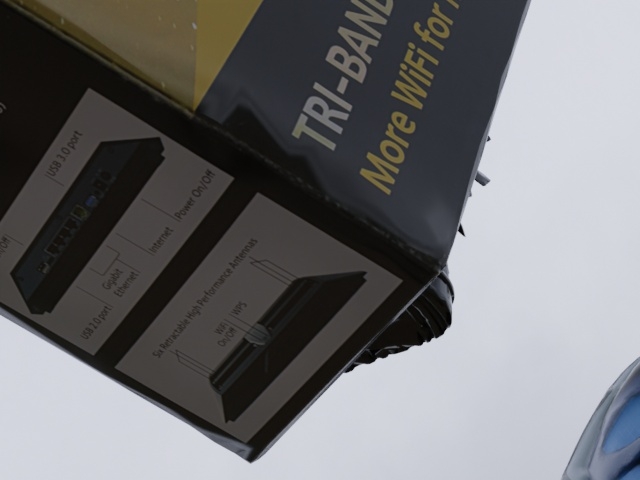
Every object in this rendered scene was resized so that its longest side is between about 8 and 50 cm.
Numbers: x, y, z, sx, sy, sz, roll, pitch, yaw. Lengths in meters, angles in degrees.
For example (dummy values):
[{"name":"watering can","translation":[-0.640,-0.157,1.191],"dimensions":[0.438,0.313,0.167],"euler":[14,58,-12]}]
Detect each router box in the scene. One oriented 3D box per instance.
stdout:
[{"name":"router box","translation":[-0.057,-0.135,0.450],"dimensions":[0.243,0.309,0.081],"euler":[31,-46,-10]}]

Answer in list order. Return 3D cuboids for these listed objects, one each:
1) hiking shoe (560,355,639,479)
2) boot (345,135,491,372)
[{"name":"hiking shoe","translation":[0.144,0.141,0.696],"dimensions":[0.113,0.304,0.132],"euler":[24,-38,-4]},{"name":"boot","translation":[-0.001,0.000,0.663],"dimensions":[0.121,0.099,0.045],"euler":[-19,-48,25]}]
